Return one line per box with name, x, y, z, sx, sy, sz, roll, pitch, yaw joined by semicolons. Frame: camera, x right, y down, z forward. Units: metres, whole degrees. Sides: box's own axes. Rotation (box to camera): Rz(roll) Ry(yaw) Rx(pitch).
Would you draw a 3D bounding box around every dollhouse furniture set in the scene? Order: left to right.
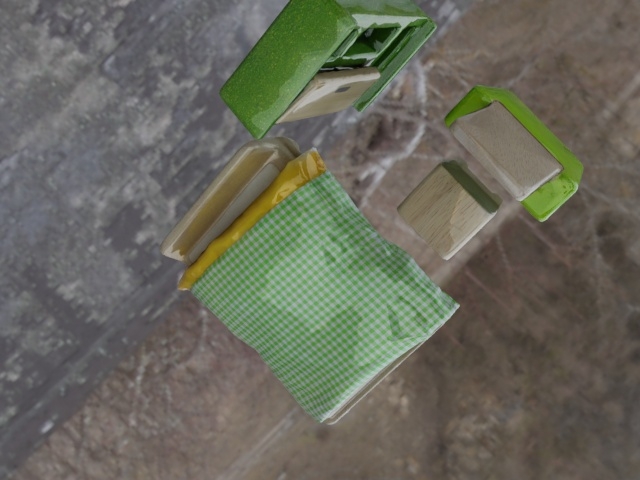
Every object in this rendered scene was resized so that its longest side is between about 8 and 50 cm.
dollhouse furniture set;0.000;0.000;0.704;0.301;0.197;0.151;-47;170;28
